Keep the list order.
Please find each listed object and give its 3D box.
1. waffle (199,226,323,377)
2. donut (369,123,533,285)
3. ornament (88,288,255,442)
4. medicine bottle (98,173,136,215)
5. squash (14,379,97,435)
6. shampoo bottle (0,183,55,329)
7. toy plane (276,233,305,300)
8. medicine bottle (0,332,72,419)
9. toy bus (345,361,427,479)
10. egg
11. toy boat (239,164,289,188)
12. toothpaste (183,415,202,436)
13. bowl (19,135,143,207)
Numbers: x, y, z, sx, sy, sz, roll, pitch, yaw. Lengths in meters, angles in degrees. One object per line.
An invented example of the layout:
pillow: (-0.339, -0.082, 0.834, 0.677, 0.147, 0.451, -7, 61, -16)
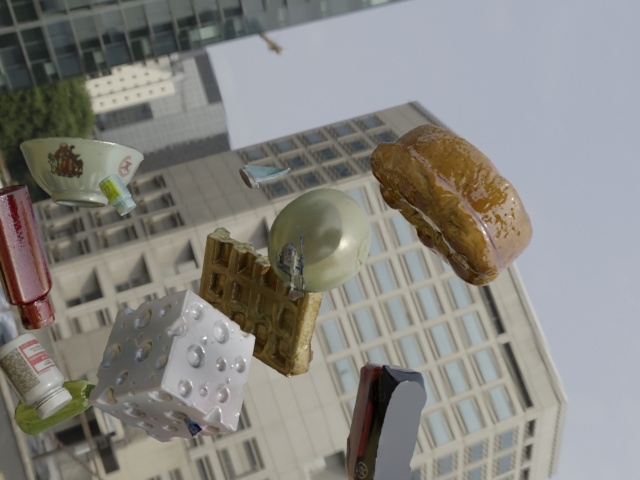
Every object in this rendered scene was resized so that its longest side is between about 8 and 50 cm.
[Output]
waffle: (-0.163, 0.166, 1.955, 0.348, 0.077, 0.304, 27, -57, 21)
donut: (0.229, -0.067, 1.379, 0.317, 0.150, 0.299, 50, -7, 14)
ornament: (-0.326, 0.288, 1.735, 0.240, 0.239, 0.239, 43, 43, -38)
medicine bottle: (-0.438, -0.099, 1.665, 0.083, 0.047, 0.047, 55, -16, 3)
squash: (-0.712, 0.434, 2.153, 0.137, 0.287, 0.137, 49, 25, -32)
shampoo bottle: (-0.546, 0.034, 1.409, 0.102, 0.064, 0.260, -45, 130, -61)
toy plane: (-0.050, 0.048, 1.350, 0.031, 0.049, 0.121, 40, 45, -57)
medicine bottle: (-0.500, 0.238, 1.348, 0.140, 0.079, 0.079, 52, -18, 7)
toy bus: (0.144, 0.430, 1.752, 0.147, 0.127, 0.303, 10, -91, 65)
egg: (0.000, 0.000, 1.705, 0.219, 0.269, 0.219, 28, -41, 27)
toy boat: (-0.148, -0.180, 2.058, 0.096, 0.122, 0.034, 52, -32, 37)
toothpaste: (-0.251, 0.362, 1.501, 0.015, 0.024, 0.083, 61, -19, -17)
bowl: (-0.672, -0.178, 2.170, 0.337, 0.337, 0.158, 158, -66, -75)
